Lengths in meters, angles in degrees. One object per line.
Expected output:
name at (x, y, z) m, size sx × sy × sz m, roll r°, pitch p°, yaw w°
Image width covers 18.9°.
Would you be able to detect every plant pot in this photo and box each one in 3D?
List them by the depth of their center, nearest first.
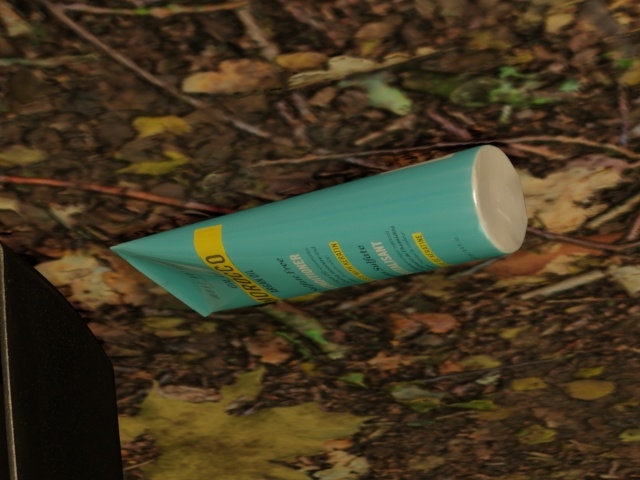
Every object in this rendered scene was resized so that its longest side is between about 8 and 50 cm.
plant pot at (-0.200, 0.120, 1.036) m, size 0.188 × 0.187 × 0.167 m, roll -14°, pitch 163°, yaw 22°

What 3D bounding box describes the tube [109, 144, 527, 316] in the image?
tube at (0.000, 0.000, 0.951) m, size 0.207 × 0.052 × 0.080 m, roll -14°, pitch 139°, yaw 33°
